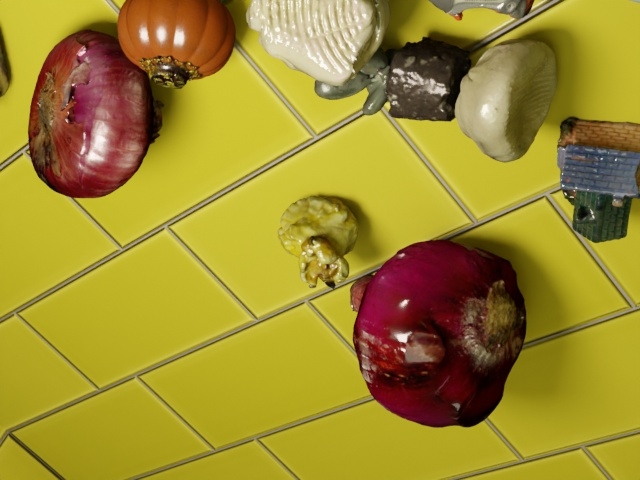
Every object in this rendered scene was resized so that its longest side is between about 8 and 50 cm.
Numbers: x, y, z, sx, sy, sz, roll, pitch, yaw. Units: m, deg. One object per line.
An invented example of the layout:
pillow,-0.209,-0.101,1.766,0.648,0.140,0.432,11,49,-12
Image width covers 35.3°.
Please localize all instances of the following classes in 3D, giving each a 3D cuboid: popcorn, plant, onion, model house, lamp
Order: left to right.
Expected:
onion,-0.434,-0.245,2.026,0.285,0.347,0.347,0,150,-40
lamp,-0.268,-0.386,1.871,0.223,0.196,0.223,7,170,1
popcorn,-0.010,-0.003,2.095,0.168,0.195,0.173,12,138,2
plant,0.130,-0.297,1.822,0.274,0.146,0.149,10,120,19
onion,0.191,0.175,2.087,0.420,0.398,0.398,14,137,41
model house,0.503,-0.098,1.812,0.166,0.172,0.183,6,131,17

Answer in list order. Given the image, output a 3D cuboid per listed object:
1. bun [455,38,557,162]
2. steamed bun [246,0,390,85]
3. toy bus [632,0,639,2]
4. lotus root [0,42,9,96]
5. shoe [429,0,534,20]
bun,0.312,-0.246,1.743,0.133,0.231,0.231,20,136,30
steamed bun,-0.003,-0.437,1.712,0.275,0.206,0.320,11,106,1
toy bus,0.528,-0.426,1.520,0.276,0.165,0.134,17,132,8
lotus root,-0.753,-0.390,2.105,0.160,0.152,0.275,16,132,22
shoe,0.311,-0.436,1.622,0.336,0.132,0.171,-16,131,44
